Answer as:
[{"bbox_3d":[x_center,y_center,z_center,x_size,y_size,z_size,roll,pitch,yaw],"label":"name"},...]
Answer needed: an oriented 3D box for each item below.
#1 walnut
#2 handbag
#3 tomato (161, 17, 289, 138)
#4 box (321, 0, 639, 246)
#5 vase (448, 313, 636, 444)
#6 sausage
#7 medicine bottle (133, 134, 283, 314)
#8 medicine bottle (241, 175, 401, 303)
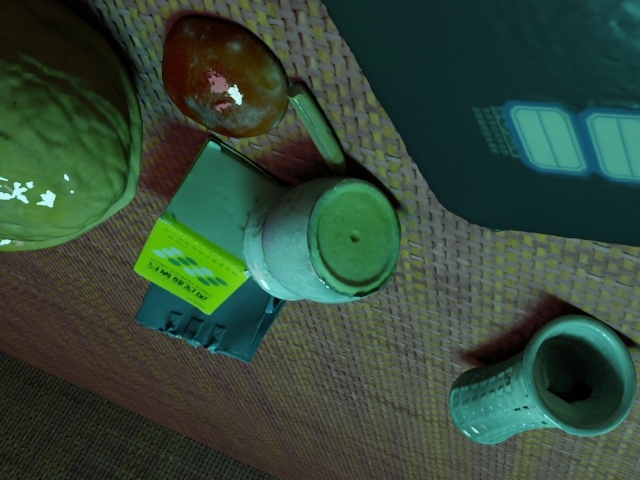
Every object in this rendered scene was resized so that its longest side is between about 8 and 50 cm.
[{"bbox_3d":[-0.360,-0.134,1.028,0.333,0.333,0.333,24,155,12],"label":"walnut"},{"bbox_3d":[-0.182,0.106,1.453,0.221,0.144,0.057,16,154,23],"label":"handbag"},{"bbox_3d":[-0.110,-0.162,0.956,0.155,0.069,0.155,23,154,12],"label":"tomato"},{"bbox_3d":[0.197,-0.113,0.703,0.350,0.091,0.359,9,149,39],"label":"box"},{"bbox_3d":[0.268,0.199,1.172,0.143,0.143,0.299,30,158,-2],"label":"vase"},{"bbox_3d":[-0.001,-0.118,0.977,0.024,0.024,0.132,10,150,35],"label":"sausage"},{"bbox_3d":[-0.149,-0.009,1.208,0.137,0.141,0.250,30,155,-9],"label":"medicine bottle"},{"bbox_3d":[0.000,0.000,1.057,0.147,0.147,0.143,42,156,-27],"label":"medicine bottle"}]
